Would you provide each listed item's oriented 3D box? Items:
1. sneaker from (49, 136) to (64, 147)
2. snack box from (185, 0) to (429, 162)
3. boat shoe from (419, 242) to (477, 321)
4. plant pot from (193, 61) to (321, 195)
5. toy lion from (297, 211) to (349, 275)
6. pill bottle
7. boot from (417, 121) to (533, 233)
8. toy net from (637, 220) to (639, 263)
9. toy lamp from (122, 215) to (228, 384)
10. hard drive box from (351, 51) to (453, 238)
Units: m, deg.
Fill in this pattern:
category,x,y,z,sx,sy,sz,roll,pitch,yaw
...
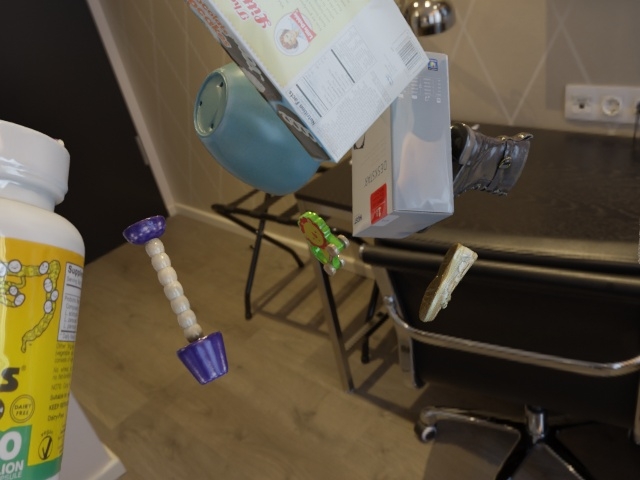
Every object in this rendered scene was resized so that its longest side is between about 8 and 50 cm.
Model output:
category,x,y,z,sx,sy,sz,roll,pitch,yaw
sneaker,-0.315,-0.053,0.526,0.068,0.071,0.170,-27,23,46
snack box,-0.028,-0.266,0.615,0.187,0.322,0.060,-48,29,-13
boat shoe,0.227,0.081,0.981,0.153,0.048,0.056,-63,7,-6
plant pot,-0.139,-0.251,1.117,0.196,0.290,0.290,9,12,-40
toy lion,0.000,0.000,0.917,0.096,0.100,0.034,40,63,20
pill bottle,-0.201,0.042,0.315,0.118,0.208,0.117,2,-12,0
boot,0.318,-0.118,1.143,0.229,0.262,0.091,6,31,-37
toy net,0.288,0.005,0.385,0.232,0.045,0.122,-15,67,-32
toy lamp,-0.226,0.096,0.879,0.080,0.274,0.080,-27,-4,-2
hard drive box,0.114,-0.132,0.815,0.089,0.232,0.181,2,-12,-14
